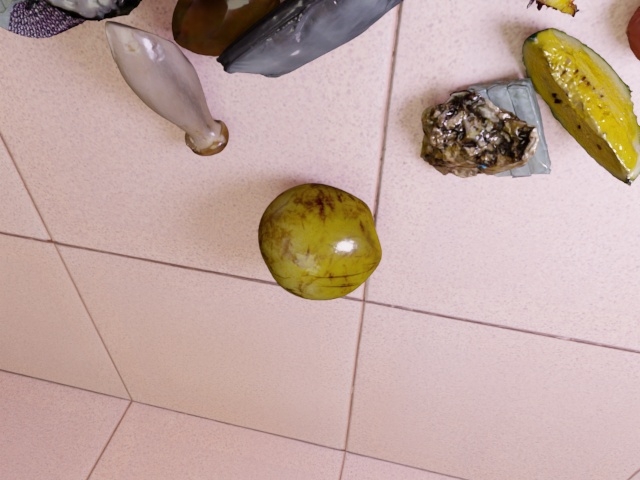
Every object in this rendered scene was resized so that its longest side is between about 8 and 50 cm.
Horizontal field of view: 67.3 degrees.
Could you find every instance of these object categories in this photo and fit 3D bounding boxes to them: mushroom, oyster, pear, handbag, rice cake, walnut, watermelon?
[{"bbox_3d":[-0.294,-0.298,0.951,0.129,0.128,0.350,-2,150,19],"label":"mushroom"},{"bbox_3d":[0.284,-0.177,0.916,0.214,0.083,0.222,28,156,14],"label":"oyster"},{"bbox_3d":[0.000,0.000,1.090,0.284,0.283,0.283,9,133,10],"label":"pear"},{"bbox_3d":[-0.009,-0.361,0.806,0.333,0.192,0.074,-18,93,31],"label":"handbag"},{"bbox_3d":[0.362,-0.205,0.917,0.124,0.038,0.211,3,137,35],"label":"rice cake"},{"bbox_3d":[-0.166,-0.405,0.845,0.246,0.137,0.137,-18,124,31],"label":"walnut"},{"bbox_3d":[0.445,-0.229,0.815,0.301,0.129,0.123,51,134,-6],"label":"watermelon"}]

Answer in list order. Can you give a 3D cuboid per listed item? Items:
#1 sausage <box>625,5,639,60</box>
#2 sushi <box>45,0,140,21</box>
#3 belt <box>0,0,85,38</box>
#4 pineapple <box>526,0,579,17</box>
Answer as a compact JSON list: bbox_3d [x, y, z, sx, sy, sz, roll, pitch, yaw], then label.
[{"bbox_3d":[0.595,-0.316,0.692,0.255,0.148,0.148,-10,128,22],"label":"sausage"},{"bbox_3d":[-0.351,-0.523,0.733,0.211,0.170,0.349,5,118,-2],"label":"sushi"},{"bbox_3d":[-0.567,-0.529,0.868,0.260,0.122,0.325,-34,116,32],"label":"belt"},{"bbox_3d":[0.261,-0.426,0.635,0.335,0.161,0.158,-9,146,-34],"label":"pineapple"}]
